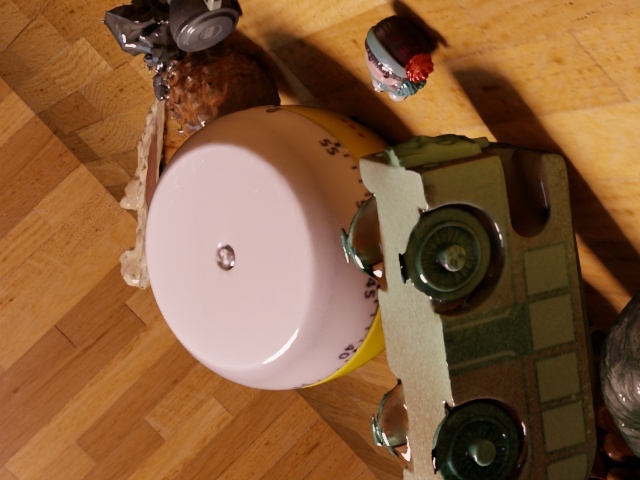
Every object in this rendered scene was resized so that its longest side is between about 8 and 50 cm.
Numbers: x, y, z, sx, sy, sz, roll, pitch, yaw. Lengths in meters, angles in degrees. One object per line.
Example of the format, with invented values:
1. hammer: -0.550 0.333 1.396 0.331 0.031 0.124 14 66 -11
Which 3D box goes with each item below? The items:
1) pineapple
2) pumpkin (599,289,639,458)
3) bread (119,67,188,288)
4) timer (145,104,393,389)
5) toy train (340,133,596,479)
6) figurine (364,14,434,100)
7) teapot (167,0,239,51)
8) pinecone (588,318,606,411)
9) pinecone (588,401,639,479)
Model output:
1. pineapple: -0.136 -0.178 1.833 0.237 0.111 0.119 43 141 41
2. pumpkin: 0.276 0.114 1.190 0.212 0.152 0.211 58 171 15
3. bread: -0.163 -0.085 1.999 0.211 0.224 0.183 54 163 -2
4. timer: 0.000 0.000 1.688 0.285 0.285 0.285 43 169 10
5. toy train: 0.119 0.074 1.375 0.129 0.159 0.326 -158 58 -67
6. figurine: 0.061 -0.133 1.378 0.060 0.047 0.106 52 173 10
7. teapot: -0.114 -0.223 1.696 0.057 0.066 0.088 60 152 20
8. pinecone: 0.171 0.121 1.558 0.150 0.179 0.195 12 174 39
9. pinecone: 0.280 0.195 1.431 0.185 0.169 0.212 4 156 -3
